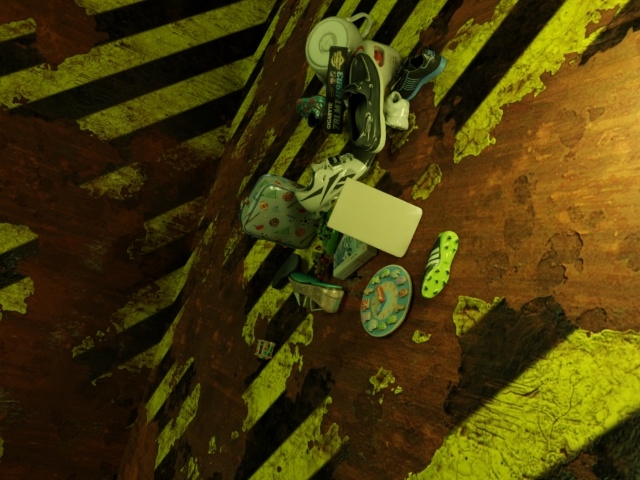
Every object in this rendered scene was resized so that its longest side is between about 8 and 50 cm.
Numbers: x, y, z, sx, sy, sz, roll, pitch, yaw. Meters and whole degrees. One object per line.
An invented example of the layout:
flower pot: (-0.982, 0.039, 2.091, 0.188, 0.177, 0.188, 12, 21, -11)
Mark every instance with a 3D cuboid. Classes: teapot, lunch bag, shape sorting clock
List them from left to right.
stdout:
lunch bag: (-0.141, -0.097, 2.103, 0.243, 0.303, 0.115, -59, 31, 21)
teapot: (0.079, -0.765, 2.324, 0.256, 0.187, 0.252, -7, 82, 33)
shape sorting clock: (0.177, 0.165, 1.592, 0.206, 0.040, 0.206, -43, 36, 43)

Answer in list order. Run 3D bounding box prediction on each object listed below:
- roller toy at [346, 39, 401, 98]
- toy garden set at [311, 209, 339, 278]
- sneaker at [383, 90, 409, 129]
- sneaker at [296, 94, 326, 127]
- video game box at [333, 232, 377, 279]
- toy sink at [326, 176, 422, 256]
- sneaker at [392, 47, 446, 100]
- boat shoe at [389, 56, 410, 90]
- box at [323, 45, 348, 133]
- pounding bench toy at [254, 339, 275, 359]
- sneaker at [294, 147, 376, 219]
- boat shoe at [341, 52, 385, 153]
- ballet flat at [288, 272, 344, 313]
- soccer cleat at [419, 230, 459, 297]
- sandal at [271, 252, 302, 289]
roller toy: (0.188, -0.583, 2.000, 0.209, 0.146, 0.191, -112, 38, -59)
toy garden set: (0.000, 0.000, 1.990, 0.244, 0.049, 0.203, -118, 41, -69)
sneaker: (0.222, -0.428, 1.882, 0.232, 0.090, 0.115, 30, 106, 55)
sneaker: (-0.044, -0.547, 2.479, 0.262, 0.104, 0.125, 9, 81, 64)
video game box: (0.108, -0.003, 1.845, 0.187, 0.048, 0.205, -40, 38, 42)
toy sink: (0.157, -0.067, 1.669, 0.131, 0.234, 0.152, -33, -34, -83)
sneaker: (0.287, -0.522, 1.825, 0.232, 0.091, 0.081, -36, 41, 48)
boat shoe: (0.264, -0.552, 1.910, 0.125, 0.038, 0.046, -51, -6, 1)
box: (0.055, -0.546, 2.096, 0.293, 0.073, 0.295, -91, 4, -73)
pounding bench toy: (-0.201, 0.406, 2.134, 0.083, 0.052, 0.065, -12, 61, 60)
sneaker: (0.048, -0.234, 1.957, 0.330, 0.146, 0.122, -46, 20, 3)
boat shoe: (0.123, -0.446, 1.835, 0.127, 0.113, 0.339, -13, 78, 56)
ballet flat: (-0.029, 0.178, 1.920, 0.316, 0.108, 0.106, -167, 83, -65)
soccer cleat: (0.291, 0.061, 1.437, 0.178, 0.060, 0.072, -65, 16, -7)
sandal: (-0.117, 0.119, 2.200, 0.254, 0.055, 0.097, -42, 28, 60)
